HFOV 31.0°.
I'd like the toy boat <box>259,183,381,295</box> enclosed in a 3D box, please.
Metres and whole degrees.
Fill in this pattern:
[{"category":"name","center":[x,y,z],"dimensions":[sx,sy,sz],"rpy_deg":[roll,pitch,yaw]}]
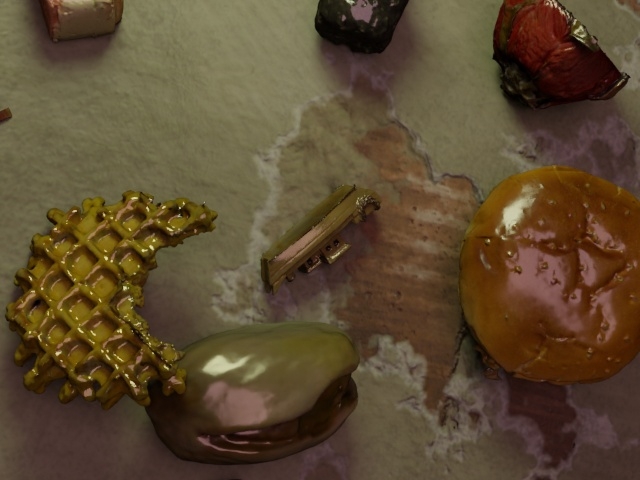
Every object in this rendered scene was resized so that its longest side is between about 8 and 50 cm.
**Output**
[{"category":"toy boat","center":[0.000,0.000,1.583],"dimensions":[0.206,0.064,0.072],"rpy_deg":[-41,113,-15]}]

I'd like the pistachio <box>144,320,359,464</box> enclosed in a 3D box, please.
[{"category":"pistachio","center":[-0.088,0.193,1.490],"dimensions":[0.288,0.197,0.166],"rpy_deg":[-10,128,-26]}]

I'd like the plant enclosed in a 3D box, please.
[{"category":"plant","center":[0.069,-0.368,1.612],"dimensions":[0.129,0.132,0.194],"rpy_deg":[16,83,-16]}]

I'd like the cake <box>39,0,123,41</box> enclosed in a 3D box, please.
[{"category":"cake","center":[-0.334,-0.385,1.526],"dimensions":[0.109,0.090,0.225],"rpy_deg":[-15,86,-13]}]

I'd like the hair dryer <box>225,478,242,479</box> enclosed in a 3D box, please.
[{"category":"hair dryer","center":[-0.033,0.401,1.532],"dimensions":[0.220,0.054,0.195],"rpy_deg":[-7,86,-23]}]

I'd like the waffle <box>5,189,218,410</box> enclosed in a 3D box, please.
[{"category":"waffle","center":[-0.271,0.063,1.435],"dimensions":[0.260,0.069,0.292],"rpy_deg":[0,65,12]}]

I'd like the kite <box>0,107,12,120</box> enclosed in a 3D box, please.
[{"category":"kite","center":[-0.583,-0.136,1.459],"dimensions":[0.360,0.022,0.204],"rpy_deg":[-32,92,-16]}]

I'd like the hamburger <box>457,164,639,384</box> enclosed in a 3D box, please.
[{"category":"hamburger","center":[0.330,0.054,1.611],"dimensions":[0.290,0.170,0.314],"rpy_deg":[15,81,-7]}]

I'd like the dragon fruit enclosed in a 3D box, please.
[{"category":"dragon fruit","center":[0.317,-0.262,1.654],"dimensions":[0.148,0.218,0.223],"rpy_deg":[-42,51,14]}]
